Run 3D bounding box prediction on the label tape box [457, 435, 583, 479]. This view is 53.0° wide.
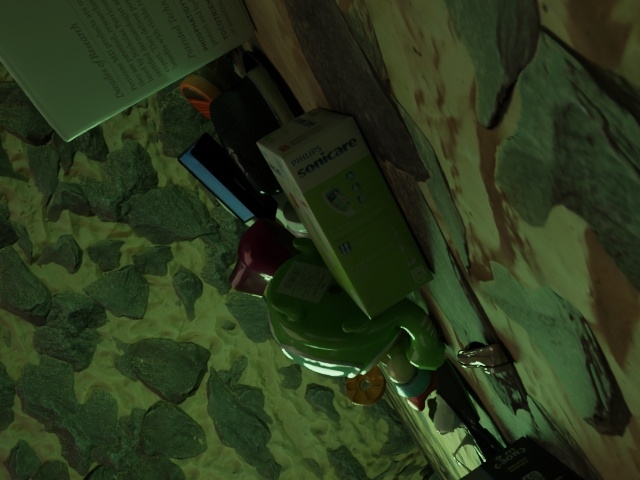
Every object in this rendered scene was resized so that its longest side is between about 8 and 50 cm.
[{"bbox_3d":[0.249,0.416,0.950,0.115,0.249,0.348,59,175,-7],"label":"label tape box"}]

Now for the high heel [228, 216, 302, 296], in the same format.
[{"bbox_3d":[0.004,0.054,1.362,0.181,0.377,0.127,-61,36,36],"label":"high heel"}]

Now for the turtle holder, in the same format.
[{"bbox_3d":[0.061,0.142,1.228,0.243,0.320,0.227,-101,6,-46],"label":"turtle holder"}]

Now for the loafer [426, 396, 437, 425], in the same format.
[{"bbox_3d":[0.309,0.442,1.658,0.056,0.050,0.148,62,-170,-3],"label":"loafer"}]

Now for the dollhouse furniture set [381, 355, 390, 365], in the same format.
[{"bbox_3d":[0.171,0.236,1.651,0.301,0.151,0.197,30,179,6],"label":"dollhouse furniture set"}]

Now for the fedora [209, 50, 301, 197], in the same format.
[{"bbox_3d":[-0.124,-0.210,1.313,0.334,0.152,0.334,59,173,12],"label":"fedora"}]

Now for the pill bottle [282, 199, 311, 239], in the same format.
[{"bbox_3d":[0.000,0.000,1.502,0.136,0.136,0.245,53,172,44],"label":"pill bottle"}]

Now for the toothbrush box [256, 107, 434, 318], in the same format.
[{"bbox_3d":[0.033,-0.050,1.001,0.283,0.122,0.206,62,174,-21],"label":"toothbrush box"}]

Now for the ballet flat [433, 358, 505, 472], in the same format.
[{"bbox_3d":[0.279,0.363,1.214,0.280,0.096,0.095,57,175,19],"label":"ballet flat"}]

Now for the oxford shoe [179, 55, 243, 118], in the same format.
[{"bbox_3d":[-0.158,-0.295,1.513,0.130,0.132,0.364,12,158,44],"label":"oxford shoe"}]

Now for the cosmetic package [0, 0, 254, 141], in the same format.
[{"bbox_3d":[-0.395,-0.461,1.136,0.329,0.394,0.327,55,174,44],"label":"cosmetic package"}]

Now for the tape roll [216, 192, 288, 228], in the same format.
[{"bbox_3d":[-0.131,-0.100,1.656,0.286,0.100,0.286,27,163,9],"label":"tape roll"}]

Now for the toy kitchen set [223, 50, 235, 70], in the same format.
[{"bbox_3d":[-0.246,-0.395,1.611,0.207,0.122,0.166,-32,-67,-74],"label":"toy kitchen set"}]

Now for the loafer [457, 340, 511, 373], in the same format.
[{"bbox_3d":[0.222,0.154,0.882,0.125,0.045,0.039,164,91,-78],"label":"loafer"}]

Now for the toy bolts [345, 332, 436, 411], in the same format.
[{"bbox_3d":[0.138,0.279,1.413,0.228,0.218,0.158,36,174,46],"label":"toy bolts"}]

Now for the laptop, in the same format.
[{"bbox_3d":[-0.222,-0.110,1.436,0.234,0.136,0.264,44,-164,-16],"label":"laptop"}]
